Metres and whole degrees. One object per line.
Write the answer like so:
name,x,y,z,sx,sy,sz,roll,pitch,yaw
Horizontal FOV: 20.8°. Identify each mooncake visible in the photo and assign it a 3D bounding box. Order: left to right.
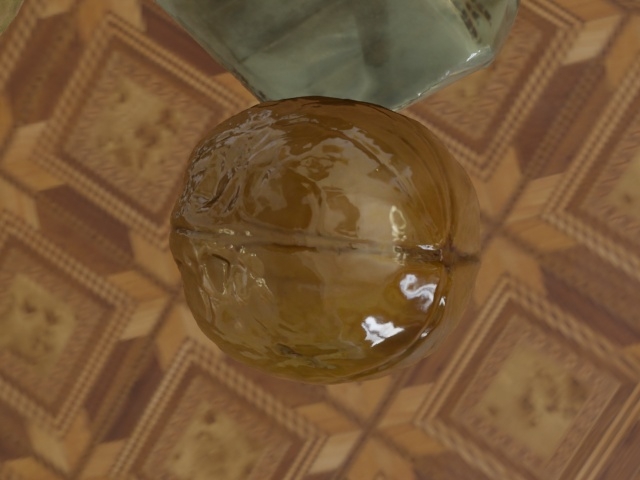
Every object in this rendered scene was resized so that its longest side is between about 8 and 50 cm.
mooncake,0.011,-0.212,1.440,0.250,0.136,0.254,-27,110,43

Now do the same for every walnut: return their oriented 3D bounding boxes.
walnut,0.000,0.000,1.008,0.207,0.167,0.167,3,98,49

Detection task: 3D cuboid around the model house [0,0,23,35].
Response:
model house,-0.328,-0.252,0.710,0.382,0.335,0.342,43,153,27
